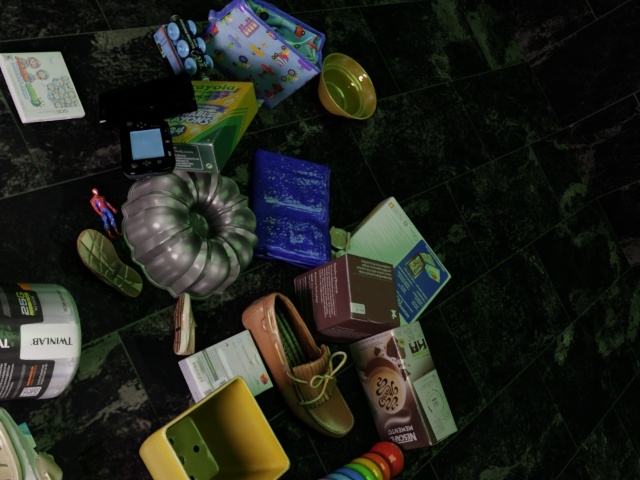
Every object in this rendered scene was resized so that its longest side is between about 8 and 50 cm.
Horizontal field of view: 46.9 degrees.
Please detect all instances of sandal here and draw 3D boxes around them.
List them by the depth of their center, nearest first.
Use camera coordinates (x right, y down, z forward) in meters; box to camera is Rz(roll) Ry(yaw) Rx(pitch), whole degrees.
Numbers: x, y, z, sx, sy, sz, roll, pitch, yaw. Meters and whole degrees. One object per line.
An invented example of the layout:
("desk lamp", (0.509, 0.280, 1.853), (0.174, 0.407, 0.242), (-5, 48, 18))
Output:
("sandal", (-0.445, 0.054, 1.535), (0.180, 0.049, 0.072), (52, 49, -32))

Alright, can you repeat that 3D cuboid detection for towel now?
("towel", (-0.069, -0.083, 1.892), (0.228, 0.076, 0.308), (14, 58, -25))

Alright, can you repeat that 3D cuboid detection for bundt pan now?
("bundt pan", (-0.276, -0.037, 1.676), (0.331, 0.124, 0.330), (21, 57, -35))

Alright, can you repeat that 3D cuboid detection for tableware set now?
("tableware set", (0.000, 0.000, 1.949), (0.169, 0.020, 0.141), (27, 52, -5))

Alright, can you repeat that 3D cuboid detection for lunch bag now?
("lunch bag", (-0.172, -0.505, 1.926), (0.293, 0.221, 0.138), (26, 54, -32))

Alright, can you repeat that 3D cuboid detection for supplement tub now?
("supplement tub", (-0.594, 0.170, 1.221), (0.338, 0.207, 0.207), (4, 68, -42))

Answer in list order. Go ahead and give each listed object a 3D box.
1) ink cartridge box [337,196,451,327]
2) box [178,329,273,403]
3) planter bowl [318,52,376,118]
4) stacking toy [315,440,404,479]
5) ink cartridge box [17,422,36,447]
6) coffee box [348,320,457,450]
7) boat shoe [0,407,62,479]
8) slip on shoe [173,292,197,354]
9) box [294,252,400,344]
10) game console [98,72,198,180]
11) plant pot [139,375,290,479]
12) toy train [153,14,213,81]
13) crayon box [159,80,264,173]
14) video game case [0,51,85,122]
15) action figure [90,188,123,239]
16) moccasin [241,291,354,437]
("ink cartridge box", (0.196, 0.079, 2.090), (0.307, 0.072, 0.303), (-43, 101, -35))
("box", (-0.208, 0.298, 1.638), (0.186, 0.038, 0.145), (-22, 86, -45))
("planter bowl", (0.059, -0.442, 2.203), (0.217, 0.090, 0.217), (20, 58, -36))
("stacking toy", (0.090, 0.565, 1.727), (0.330, 0.141, 0.141), (-23, 87, -51))
("ink cartridge box", (-0.551, 0.362, 1.295), (0.083, 0.028, 0.048), (-24, 87, -46))
("coffee box", (0.209, 0.377, 1.892), (0.119, 0.168, 0.297), (-10, 77, -45))
("boat shoe", (-0.505, 0.408, 1.249), (0.103, 0.113, 0.302), (-43, 122, -63))
("slip on shoe", (-0.291, 0.182, 1.606), (0.041, 0.051, 0.135), (12, 65, -33))
("box", (0.064, 0.152, 1.841), (0.169, 0.203, 0.166), (15, 60, -38))
("game console", (-0.362, -0.245, 1.576), (0.361, 0.213, 0.043), (-111, -171, -48))
("plant pot", (-0.230, 0.422, 1.450), (0.212, 0.187, 0.212), (-30, 93, -46))
("toy train", (-0.338, -0.465, 1.836), (0.080, 0.105, 0.184), (-24, 87, -43))
("crayon box", (-0.278, -0.283, 1.706), (0.322, 0.203, 0.083), (-68, 157, -48))
("video game case", (-0.601, -0.333, 1.592), (0.143, 0.019, 0.157), (-18, 83, -46))
("action figure", (-0.462, -0.060, 1.584), (0.038, 0.030, 0.115), (-26, 87, -41))
("moccasin", (-0.031, 0.290, 1.725), (0.139, 0.147, 0.379), (-27, 89, -46))
